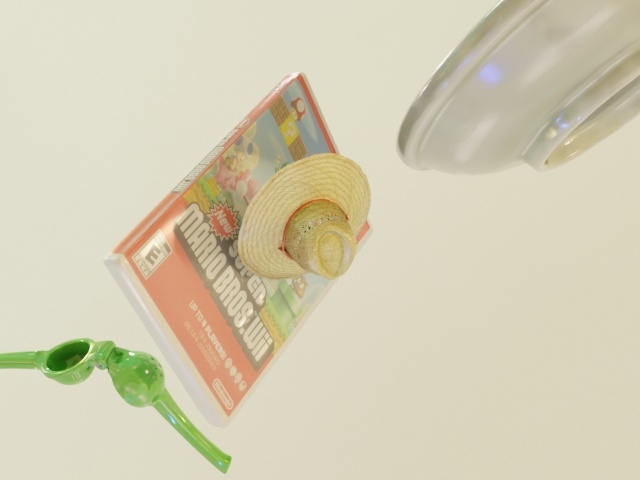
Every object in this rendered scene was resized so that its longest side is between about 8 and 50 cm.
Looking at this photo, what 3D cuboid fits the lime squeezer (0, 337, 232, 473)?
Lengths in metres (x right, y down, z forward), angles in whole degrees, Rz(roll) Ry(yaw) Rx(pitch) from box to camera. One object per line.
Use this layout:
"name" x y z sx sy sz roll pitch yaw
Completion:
"lime squeezer" -0.221 0.138 0.890 0.310 0.110 0.059 20 -129 -6

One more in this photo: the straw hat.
"straw hat" 0.000 0.000 0.785 0.144 0.144 0.061 -37 -128 0

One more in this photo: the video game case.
"video game case" -0.059 0.003 0.849 0.025 0.204 0.285 3 -138 39

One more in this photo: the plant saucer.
"plant saucer" 0.258 -0.166 0.834 0.400 0.400 0.100 -36 -103 1
